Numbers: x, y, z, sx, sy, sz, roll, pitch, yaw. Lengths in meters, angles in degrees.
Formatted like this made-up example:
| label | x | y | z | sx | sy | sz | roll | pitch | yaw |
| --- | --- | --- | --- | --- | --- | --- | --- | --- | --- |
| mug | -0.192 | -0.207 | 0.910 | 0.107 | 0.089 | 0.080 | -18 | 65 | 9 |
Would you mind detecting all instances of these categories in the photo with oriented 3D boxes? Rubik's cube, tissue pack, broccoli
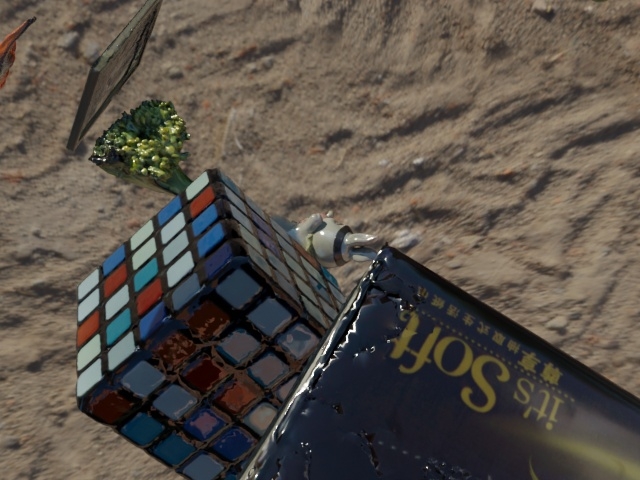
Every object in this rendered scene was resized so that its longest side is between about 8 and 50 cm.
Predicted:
| label | x | y | z | sx | sy | sz | roll | pitch | yaw |
| --- | --- | --- | --- | --- | --- | --- | --- | --- | --- |
| Rubik's cube | -0.088 | 0.080 | 0.707 | 0.182 | 0.184 | 0.187 | -40 | 119 | 9 |
| tissue pack | 0.119 | 0.192 | 0.468 | 0.369 | 0.198 | 0.210 | 31 | 72 | 3 |
| broccoli | -0.325 | -0.192 | 1.669 | 0.272 | 0.242 | 0.181 | 20 | 86 | -6 |

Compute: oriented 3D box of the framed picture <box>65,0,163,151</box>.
| label | x | y | z | sx | sy | sz | roll | pitch | yaw |
| --- | --- | --- | --- | --- | --- | --- | --- | --- | --- |
| framed picture | -0.430 | -0.371 | 1.705 | 0.022 | 0.247 | 0.335 | 29 | 47 | -9 |

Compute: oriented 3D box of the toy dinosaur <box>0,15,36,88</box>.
| label | x | y | z | sx | sy | sz | roll | pitch | yaw |
| --- | --- | --- | --- | --- | --- | --- | --- | --- | --- |
| toy dinosaur | -0.563 | -0.288 | 1.372 | 0.055 | 0.279 | 0.102 | 16 | 48 | -33 |

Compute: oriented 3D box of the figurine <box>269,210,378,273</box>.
| label | x | y | z | sx | sy | sz | roll | pitch | yaw |
| --- | --- | --- | --- | --- | --- | --- | --- | --- | --- |
| figurine | -0.002 | -0.009 | 0.959 | 0.146 | 0.081 | 0.098 | -8 | 47 | 8 |

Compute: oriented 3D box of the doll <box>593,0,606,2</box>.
| label | x | y | z | sx | sy | sz | roll | pitch | yaw |
| --- | --- | --- | --- | --- | --- | --- | --- | --- | --- |
| doll | 0.348 | -0.409 | 0.960 | 0.198 | 0.322 | 0.186 | 34 | 42 | -19 |
